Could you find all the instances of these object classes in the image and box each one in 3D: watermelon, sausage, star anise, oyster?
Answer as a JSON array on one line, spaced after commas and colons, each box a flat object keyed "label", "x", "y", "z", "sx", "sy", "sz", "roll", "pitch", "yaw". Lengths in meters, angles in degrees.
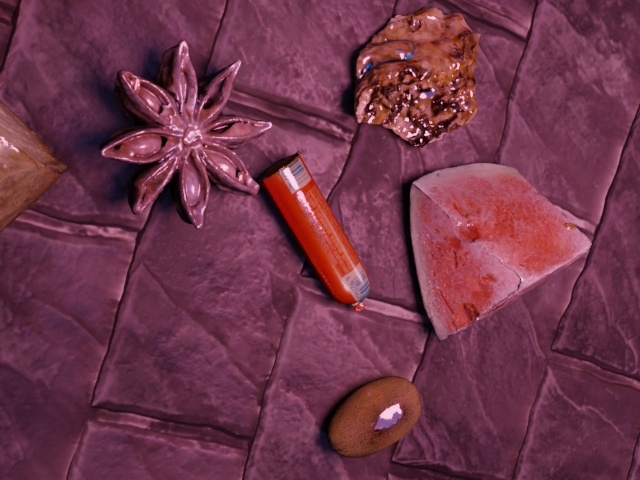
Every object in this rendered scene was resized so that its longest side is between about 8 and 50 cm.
[{"label": "watermelon", "x": 0.263, "y": 0.007, "z": 1.071, "sx": 0.213, "sy": 0.201, "sz": 0.261, "roll": -21, "pitch": 100, "yaw": -24}, {"label": "sausage", "x": 0.000, "y": 0.000, "z": 1.041, "sx": 0.083, "sy": 0.083, "sz": 0.263, "roll": -34, "pitch": 109, "yaw": -12}, {"label": "star anise", "x": -0.191, "y": -0.139, "z": 0.940, "sx": 0.236, "sy": 0.109, "sz": 0.223, "roll": -37, "pitch": 116, "yaw": -30}, {"label": "oyster", "x": 0.156, "y": -0.255, "z": 1.064, "sx": 0.214, "sy": 0.083, "sz": 0.222, "roll": 14, "pitch": 86, "yaw": -23}]

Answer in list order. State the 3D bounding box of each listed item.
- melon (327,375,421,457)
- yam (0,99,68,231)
[{"label": "melon", "x": 0.083, "y": 0.276, "z": 1.096, "sx": 0.162, "sy": 0.099, "sz": 0.099, "roll": -31, "pitch": 106, "yaw": -10}, {"label": "yam", "x": -0.467, "y": -0.050, "z": 0.809, "sx": 0.300, "sy": 0.195, "sz": 0.195, "roll": -47, "pitch": 109, "yaw": -10}]
